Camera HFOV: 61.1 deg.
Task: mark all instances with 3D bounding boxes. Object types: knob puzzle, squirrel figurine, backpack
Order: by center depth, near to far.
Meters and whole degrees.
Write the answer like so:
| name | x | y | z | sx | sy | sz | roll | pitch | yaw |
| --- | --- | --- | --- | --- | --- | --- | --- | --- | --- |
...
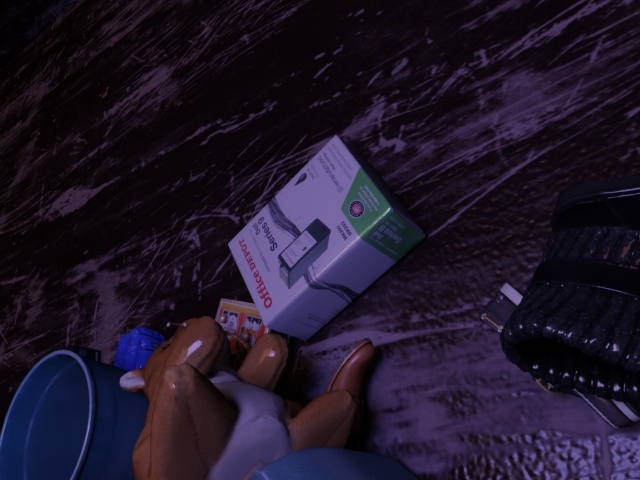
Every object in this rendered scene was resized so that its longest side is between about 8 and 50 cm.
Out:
| name | x | y | z | sx | sy | sz | roll | pitch | yaw |
| --- | --- | --- | --- | --- | --- | --- | --- | --- | --- |
| squirrel figurine | -0.188 | 0.305 | 0.815 | 0.370 | 0.281 | 0.397 | 18 | 96 | 55 |
| knob puzzle | -0.170 | 0.210 | 1.026 | 0.213 | 0.030 | 0.213 | -20 | 60 | 38 |
| backpack | -0.370 | 0.245 | 1.140 | 0.101 | 0.098 | 0.120 | -30 | 45 | 26 |

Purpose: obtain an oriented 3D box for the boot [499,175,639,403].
| name | x | y | z | sx | sy | sz | roll | pitch | yaw |
| --- | --- | --- | --- | --- | --- | --- | --- | --- | --- |
| boot | 0.379 | 0.038 | 0.554 | 0.348 | 0.131 | 0.260 | -14 | 30 | 45 |

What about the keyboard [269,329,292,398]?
| name | x | y | z | sx | sy | sz | roll | pitch | yaw |
| --- | --- | --- | --- | --- | --- | --- | --- | --- | --- |
| keyboard | -0.087 | 0.200 | 0.987 | 0.108 | 0.023 | 0.180 | -24 | 57 | 35 |

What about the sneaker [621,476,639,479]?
| name | x | y | z | sx | sy | sz | roll | pitch | yaw |
| --- | --- | --- | --- | --- | --- | --- | --- | --- | --- |
| sneaker | 0.353 | 0.347 | 0.535 | 0.080 | 0.081 | 0.211 | -35 | 54 | 19 |

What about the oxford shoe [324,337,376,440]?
| name | x | y | z | sx | sy | sz | roll | pitch | yaw |
| --- | --- | --- | --- | --- | --- | --- | --- | --- | --- |
| oxford shoe | 0.043 | 0.252 | 0.833 | 0.076 | 0.076 | 0.212 | 28 | 99 | 34 |

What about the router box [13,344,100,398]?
| name | x | y | z | sx | sy | sz | roll | pitch | yaw |
| --- | --- | --- | --- | --- | --- | --- | --- | --- | --- |
| router box | -0.618 | 0.433 | 1.256 | 0.243 | 0.081 | 0.309 | -30 | 54 | 24 |

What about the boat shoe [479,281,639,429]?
| name | x | y | z | sx | sy | sz | roll | pitch | yaw |
| --- | --- | --- | --- | --- | --- | --- | --- | --- | --- |
| boat shoe | 0.290 | 0.149 | 0.679 | 0.069 | 0.081 | 0.228 | -49 | 42 | 13 |

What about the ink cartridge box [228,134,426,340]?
| name | x | y | z | sx | sy | sz | roll | pitch | yaw |
| --- | --- | --- | --- | --- | --- | --- | --- | --- | --- |
| ink cartridge box | 0.000 | 0.000 | 0.941 | 0.289 | 0.121 | 0.211 | -44 | 49 | 15 |

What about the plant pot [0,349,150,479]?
| name | x | y | z | sx | sy | sz | roll | pitch | yaw |
| --- | --- | --- | --- | --- | --- | --- | --- | --- | --- |
| plant pot | -0.392 | 0.359 | 0.996 | 0.271 | 0.255 | 0.272 | -16 | 62 | 32 |

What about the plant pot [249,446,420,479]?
| name | x | y | z | sx | sy | sz | roll | pitch | yaw |
| --- | --- | --- | --- | --- | --- | --- | --- | --- | --- |
| plant pot | 0.015 | 0.380 | 0.603 | 0.247 | 0.252 | 0.248 | 20 | 79 | 57 |
